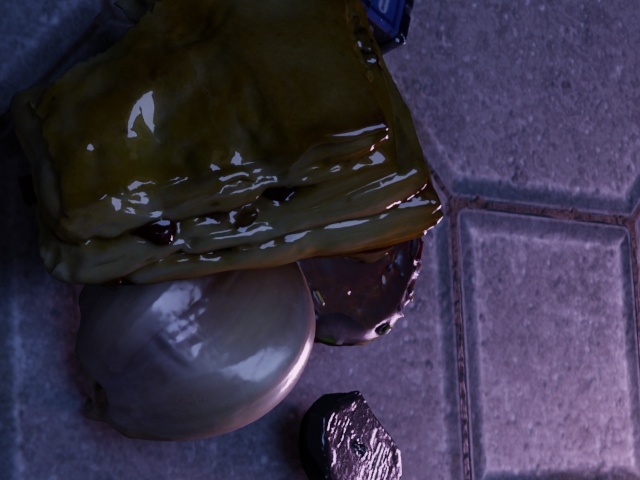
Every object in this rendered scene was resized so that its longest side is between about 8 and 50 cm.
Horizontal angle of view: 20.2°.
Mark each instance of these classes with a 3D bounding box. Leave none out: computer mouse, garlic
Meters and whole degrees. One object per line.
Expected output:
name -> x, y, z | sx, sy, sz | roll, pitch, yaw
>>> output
computer mouse -> 0.024, 0.213, 1.787 | 0.172, 0.057, 0.099 | 47, 51, -42
garlic -> -0.116, 0.072, 1.595 | 0.217, 0.110, 0.228 | 30, 71, 5

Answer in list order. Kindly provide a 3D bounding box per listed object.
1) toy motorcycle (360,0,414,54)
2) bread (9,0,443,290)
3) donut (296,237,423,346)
toy motorcycle -> 0.033, -0.369, 1.850 | 0.213, 0.125, 0.358 | 37, 51, -32
bread -> -0.084, -0.119, 1.572 | 0.370, 0.191, 0.314 | -4, 45, -17
donut -> -0.001, 0.000, 1.772 | 0.230, 0.096, 0.216 | -11, 91, -44
